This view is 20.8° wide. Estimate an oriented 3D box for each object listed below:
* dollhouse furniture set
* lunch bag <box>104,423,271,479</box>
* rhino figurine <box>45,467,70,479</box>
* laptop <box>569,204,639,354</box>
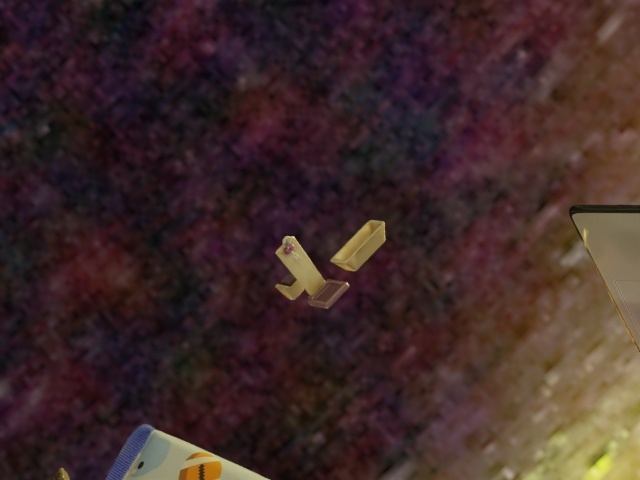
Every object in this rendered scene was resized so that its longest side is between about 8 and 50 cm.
[{"bbox_3d":[0.000,0.000,1.838,0.114,0.091,0.081,-45,114,-19],"label":"dollhouse furniture set"},{"bbox_3d":[-0.095,0.393,1.381,0.385,0.328,0.239,-56,134,-20],"label":"lunch bag"},{"bbox_3d":[-0.324,0.324,1.900,0.106,0.073,0.243,-22,-168,4],"label":"rhino figurine"},{"bbox_3d":[0.459,0.169,1.704,0.382,0.408,0.236,57,46,-42],"label":"laptop"}]
